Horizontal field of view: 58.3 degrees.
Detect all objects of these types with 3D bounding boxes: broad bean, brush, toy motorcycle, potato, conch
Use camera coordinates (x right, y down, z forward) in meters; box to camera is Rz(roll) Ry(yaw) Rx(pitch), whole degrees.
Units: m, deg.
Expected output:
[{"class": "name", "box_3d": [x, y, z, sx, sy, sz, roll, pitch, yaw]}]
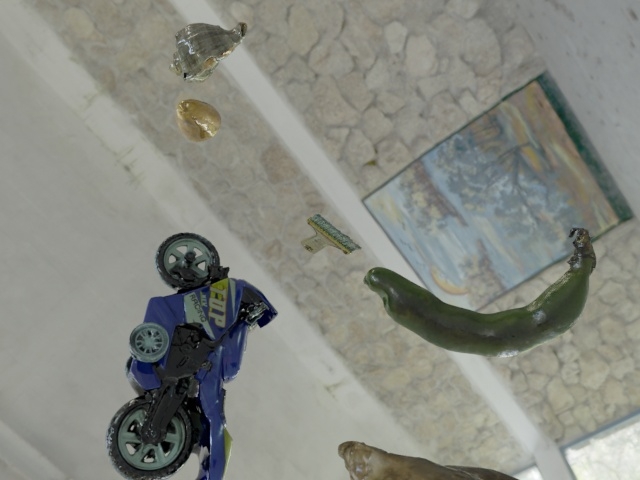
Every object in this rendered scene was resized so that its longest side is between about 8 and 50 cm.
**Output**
[{"class": "broad bean", "box_3d": [0.207, 0.078, 0.730, 0.049, 0.292, 0.144, 29, -129, -77]}, {"class": "brush", "box_3d": [0.000, 0.000, 0.886, 0.082, 0.010, 0.218, 38, 166, -7]}, {"class": "toy motorcycle", "box_3d": [-0.140, 0.136, 0.679, 0.169, 0.113, 0.315, 15, -122, -15]}, {"class": "potato", "box_3d": [-0.191, -0.186, 0.884, 0.062, 0.068, 0.083, 59, -178, 4]}, {"class": "conch", "box_3d": [-0.245, -0.403, 1.241, 0.130, 0.207, 0.155, 50, -150, -52]}]

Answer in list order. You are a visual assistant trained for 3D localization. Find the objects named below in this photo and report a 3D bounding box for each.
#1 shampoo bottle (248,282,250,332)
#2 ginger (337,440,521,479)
[{"class": "shampoo bottle", "box_3d": [-0.141, 0.116, 0.930, 0.260, 0.064, 0.102, 107, 161, -87]}, {"class": "ginger", "box_3d": [0.106, 0.170, 0.302, 0.133, 0.059, 0.214, 18, 179, -28]}]
